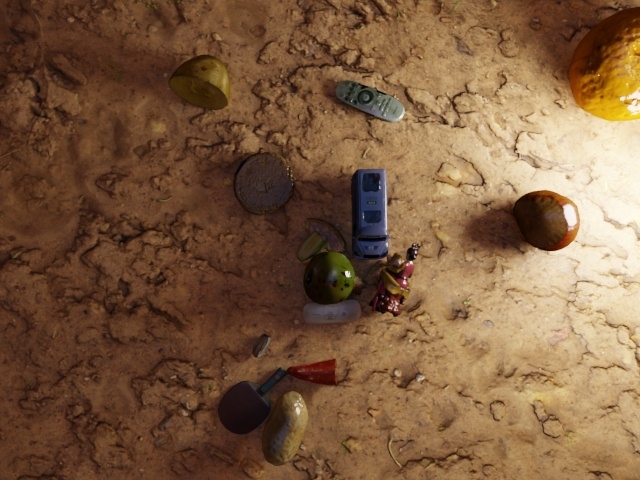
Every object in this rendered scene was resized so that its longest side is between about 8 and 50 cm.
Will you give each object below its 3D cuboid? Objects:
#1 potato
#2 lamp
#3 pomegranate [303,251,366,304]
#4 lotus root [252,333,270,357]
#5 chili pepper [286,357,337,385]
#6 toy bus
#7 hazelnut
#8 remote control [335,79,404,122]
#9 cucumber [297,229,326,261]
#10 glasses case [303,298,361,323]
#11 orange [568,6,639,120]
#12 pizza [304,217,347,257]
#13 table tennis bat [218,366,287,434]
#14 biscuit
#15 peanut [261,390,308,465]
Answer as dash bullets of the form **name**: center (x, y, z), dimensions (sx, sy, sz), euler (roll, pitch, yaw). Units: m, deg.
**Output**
- **potato**: center (-0.395, -0.559, 1.503), dimensions (0.203, 0.178, 0.158), euler (4, 69, 19)
- **lamp**: center (0.245, 0.121, 1.444), dimensions (0.118, 0.118, 0.253), euler (16, 87, 3)
- **pomegranate**: center (0.039, 0.126, 1.434), dimensions (0.179, 0.210, 0.179), euler (-8, 74, 30)
- **lotus root**: center (-0.198, 0.353, 1.476), dimensions (0.037, 0.030, 0.083), euler (28, 82, 35)
- **chili pepper**: center (-0.029, 0.432, 1.450), dimensions (0.169, 0.065, 0.088), euler (-1, 84, 5)
- **toy bus**: center (0.165, -0.084, 1.451), dimensions (0.125, 0.133, 0.292), euler (-1, 85, 1)
- **hazelnut**: center (0.738, -0.074, 1.411), dimensions (0.210, 0.186, 0.210), euler (-4, 74, 16)
- **remote control**: center (0.172, -0.485, 1.532), dimensions (0.256, 0.045, 0.097), euler (28, 85, 7)
- **cucumber**: center (-0.031, 0.027, 1.451), dimensions (0.107, 0.035, 0.067), euler (-46, 55, 3)
- **glasses case**: center (0.038, 0.237, 1.468), dimensions (0.193, 0.049, 0.074), euler (-4, 84, 0)
- **orange**: center (0.972, -0.549, 1.393), dimensions (0.341, 0.293, 0.340), euler (2, 98, 14)
- **pizza**: center (0.000, 0.000, 1.492), dimensions (0.134, 0.046, 0.175), euler (-43, 81, 2)
- **table tennis bat**: center (-0.221, 0.526, 1.466), dimensions (0.274, 0.021, 0.154), euler (-43, 85, 0)
- **biscuit**: center (-0.194, -0.196, 1.518), dimensions (0.226, 0.042, 0.226), euler (0, 84, 0)
- **peanut**: center (-0.113, 0.598, 1.407), dimensions (0.129, 0.129, 0.224), euler (24, 77, 4)
